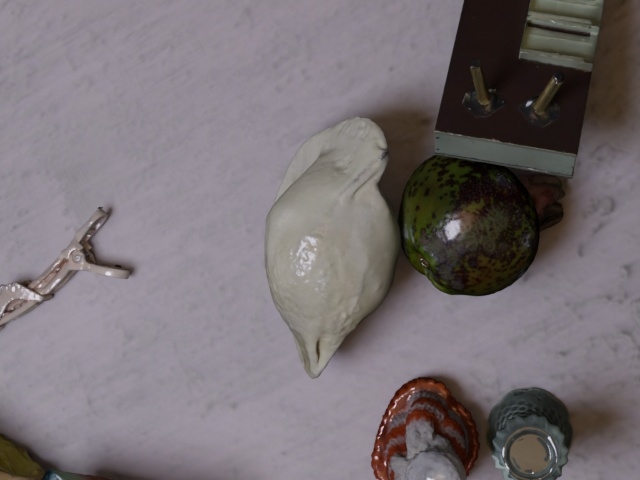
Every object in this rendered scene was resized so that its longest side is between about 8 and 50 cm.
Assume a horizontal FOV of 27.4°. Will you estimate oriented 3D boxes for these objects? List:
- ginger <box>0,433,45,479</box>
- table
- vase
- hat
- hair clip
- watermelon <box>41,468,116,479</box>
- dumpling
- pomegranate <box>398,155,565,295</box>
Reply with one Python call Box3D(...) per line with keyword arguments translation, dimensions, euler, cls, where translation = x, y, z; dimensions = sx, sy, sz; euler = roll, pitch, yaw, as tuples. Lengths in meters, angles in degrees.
Box3D(translation=(-0.393, 0.247, 1.224), dimensions=(0.276, 0.130, 0.221), euler=(39, 84, 18), cls="ginger")
Box3D(translation=(0.178, -0.191, 1.115), dimensions=(0.122, 0.111, 0.240), euler=(10, 65, 9), cls="table")
Box3D(translation=(0.181, 0.174, 1.135), dimensions=(0.081, 0.149, 0.081), euler=(0, 89, 10), cls="vase")
Box3D(translation=(0.092, 0.186, 1.143), dimensions=(0.094, 0.162, 0.112), euler=(18, 96, 6), cls="hat")
Box3D(translation=(-0.285, 0.057, 1.266), dimensions=(0.226, 0.034, 0.072), euler=(-32, 85, 8), cls="hair clip")
Box3D(translation=(-0.135, 0.337, 1.171), dimensions=(0.226, 0.148, 0.318), euler=(-32, 104, -29), cls="watermelon")
Box3D(translation=(-0.001, 0.004, 1.173), dimensions=(0.126, 0.166, 0.215), euler=(-19, 117, -16), cls="dumpling")
Box3D(translation=(0.145, -0.011, 1.164), dimensions=(0.163, 0.138, 0.125), euler=(12, 96, -32), cls="pomegranate")
